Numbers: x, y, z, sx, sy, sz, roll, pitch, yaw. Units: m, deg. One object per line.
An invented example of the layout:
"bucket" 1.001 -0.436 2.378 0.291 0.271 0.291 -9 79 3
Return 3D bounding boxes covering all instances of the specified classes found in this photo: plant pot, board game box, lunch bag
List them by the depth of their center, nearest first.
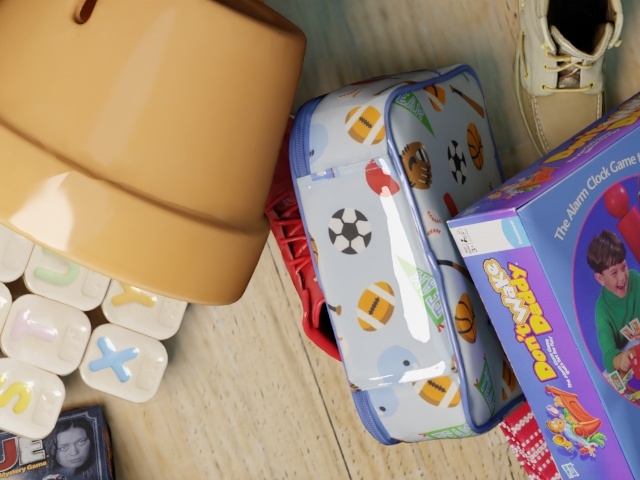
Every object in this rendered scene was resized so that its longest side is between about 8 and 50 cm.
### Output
"plant pot" -0.141 -0.109 1.419 0.291 0.291 0.203 28 101 -7
"board game box" 0.282 0.008 1.512 0.347 0.078 0.233 -32 103 -36
"lunch bag" 0.089 0.014 1.527 0.115 0.243 0.303 -11 97 25
"board game box" -0.292 0.239 1.597 0.243 0.165 0.042 -14 136 0

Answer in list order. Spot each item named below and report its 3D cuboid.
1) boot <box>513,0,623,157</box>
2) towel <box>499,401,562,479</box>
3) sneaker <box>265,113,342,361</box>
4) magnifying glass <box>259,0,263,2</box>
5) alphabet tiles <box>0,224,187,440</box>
"boot" 0.203 -0.150 1.536 0.077 0.165 0.213 -6 101 -1
"towel" 0.281 0.179 1.671 0.199 0.031 0.275 -32 100 3
"sneaker" 0.000 0.000 1.576 0.087 0.128 0.221 -26 102 2
"magnifying glass" -0.069 -0.271 1.577 0.092 0.026 0.231 -6 99 0
"alphabet tiles" -0.241 0.014 1.569 0.278 0.021 0.284 22 78 -10
